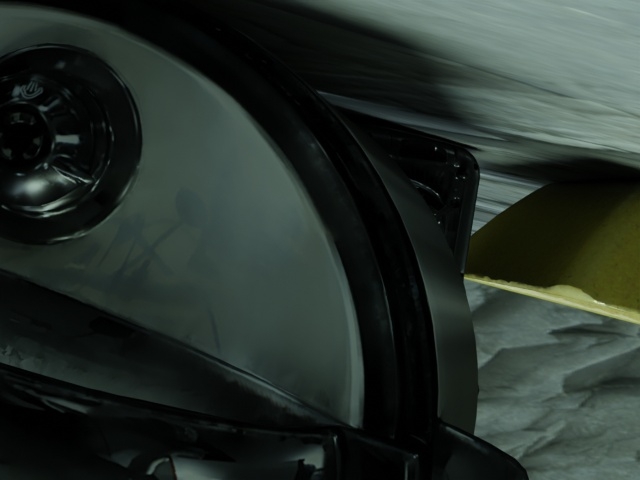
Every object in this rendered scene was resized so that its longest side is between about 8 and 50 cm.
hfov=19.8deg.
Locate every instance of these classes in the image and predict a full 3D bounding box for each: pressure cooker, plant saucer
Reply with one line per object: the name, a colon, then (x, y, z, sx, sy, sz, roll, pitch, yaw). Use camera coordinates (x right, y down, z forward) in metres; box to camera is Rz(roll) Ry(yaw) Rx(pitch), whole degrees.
pressure cooker: (-0.122, 0.064, 0.842, 0.370, 0.375, 0.420, -24, 174, 6)
plant saucer: (0.271, 0.029, 1.147, 0.333, 0.081, 0.333, 15, 180, -9)

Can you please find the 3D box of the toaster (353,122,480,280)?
toaster: (0.000, 0.000, 1.146, 0.168, 0.185, 0.110, 6, -175, -23)
